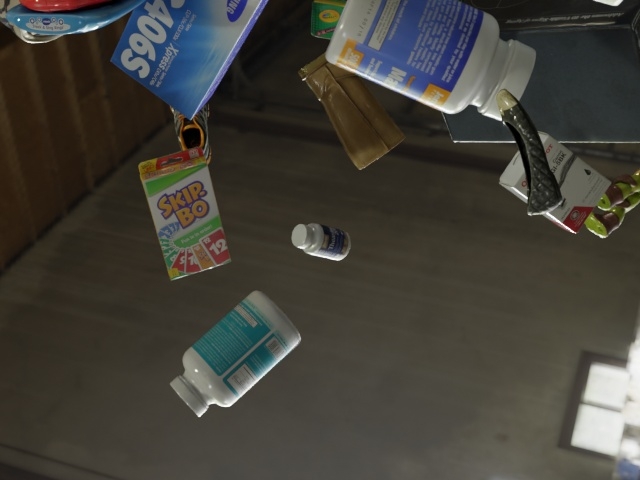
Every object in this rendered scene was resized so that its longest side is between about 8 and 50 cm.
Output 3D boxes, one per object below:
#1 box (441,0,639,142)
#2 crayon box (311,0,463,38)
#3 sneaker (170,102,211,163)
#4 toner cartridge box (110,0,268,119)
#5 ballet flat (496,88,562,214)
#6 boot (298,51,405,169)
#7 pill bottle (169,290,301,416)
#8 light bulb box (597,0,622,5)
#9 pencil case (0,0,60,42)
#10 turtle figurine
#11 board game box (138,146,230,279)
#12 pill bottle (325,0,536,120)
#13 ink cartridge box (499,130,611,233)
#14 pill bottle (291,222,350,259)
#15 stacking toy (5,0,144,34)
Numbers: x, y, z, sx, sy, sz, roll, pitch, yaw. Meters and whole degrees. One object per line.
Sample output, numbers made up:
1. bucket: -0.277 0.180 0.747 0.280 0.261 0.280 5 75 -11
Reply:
1. box: 0.546 -0.466 2.308 0.472 0.479 0.297 -54 -46 -37
2. crayon box: 0.138 -0.462 2.147 0.165 0.278 0.081 -60 -22 -50
3. sneaker: -0.283 -0.267 2.304 0.083 0.084 0.215 70 -174 -84
4. toner cartridge box: -0.186 -0.349 1.596 0.348 0.165 0.075 -50 7 48
5. ballet flat: 0.262 -0.113 1.359 0.057 0.049 0.173 -92 -23 -79
6. boot: 0.109 -0.338 2.425 0.270 0.236 0.089 55 -162 -6
7. pill bottle: -0.179 0.236 2.149 0.264 0.146 0.146 -41 -28 -10
8. light bulb box: 0.330 -0.533 1.428 0.361 0.357 0.225 124 159 -73
9. pencil case: -0.590 -0.513 1.901 0.184 0.410 0.160 -58 -22 12
10. turtle figurine: 0.532 -0.090 1.730 0.217 0.087 0.269 -32 -22 -16
11. board game box: -0.254 -0.049 1.987 0.039 0.124 0.260 -120 16 -54
12. pill bottle: 0.157 -0.271 1.489 0.152 0.272 0.152 -157 90 -86
13. ink cartridge box: 0.357 -0.089 1.607 0.099 0.135 0.056 -57 18 3
14. pill bottle: 0.000 0.000 2.239 0.120 0.067 0.067 14 -92 -39
15. stacking toy: -0.357 -0.448 1.453 0.166 0.175 0.302 -54 -35 -55
